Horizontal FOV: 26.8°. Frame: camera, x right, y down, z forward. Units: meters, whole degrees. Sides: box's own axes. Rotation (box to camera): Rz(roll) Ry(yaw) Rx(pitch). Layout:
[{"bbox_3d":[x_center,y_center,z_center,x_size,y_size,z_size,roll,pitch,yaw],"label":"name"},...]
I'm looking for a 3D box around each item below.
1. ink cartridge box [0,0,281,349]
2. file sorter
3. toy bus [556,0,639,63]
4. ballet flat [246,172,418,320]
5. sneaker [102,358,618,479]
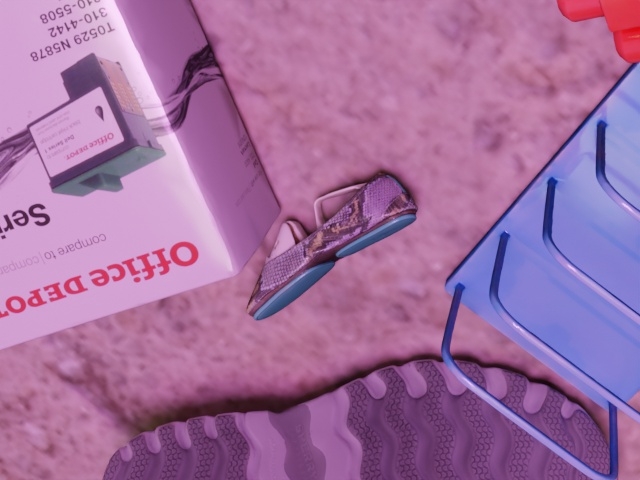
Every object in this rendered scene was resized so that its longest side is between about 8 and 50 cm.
[{"bbox_3d":[-0.139,-0.069,0.688,0.160,0.092,0.219,-18,107,19],"label":"ink cartridge box"},{"bbox_3d":[0.153,0.016,0.657,0.118,0.104,0.170,37,115,-4],"label":"file sorter"},{"bbox_3d":[0.201,-0.098,0.532,0.211,0.220,0.149,-9,137,19],"label":"toy bus"},{"bbox_3d":[0.000,0.000,0.723,0.114,0.041,0.041,-34,102,22],"label":"ballet flat"},{"bbox_3d":[0.025,0.141,0.759,0.281,0.105,0.115,-5,145,10],"label":"sneaker"}]
